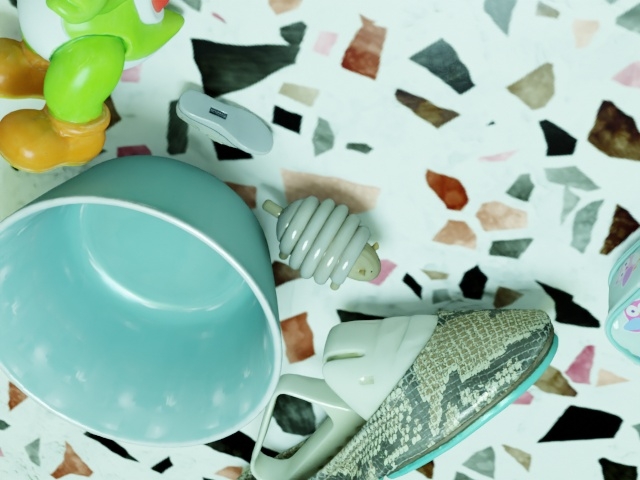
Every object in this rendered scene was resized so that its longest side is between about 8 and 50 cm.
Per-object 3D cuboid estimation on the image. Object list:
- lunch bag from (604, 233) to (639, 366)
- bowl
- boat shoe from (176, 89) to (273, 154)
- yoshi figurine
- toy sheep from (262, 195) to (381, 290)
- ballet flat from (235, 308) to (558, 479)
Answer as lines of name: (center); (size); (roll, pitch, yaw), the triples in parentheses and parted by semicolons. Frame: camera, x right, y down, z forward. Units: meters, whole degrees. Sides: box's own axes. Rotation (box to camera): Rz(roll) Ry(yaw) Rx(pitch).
lunch bag: (0.408, 0.067, 1.295); (0.279, 0.108, 0.224); (32, 131, -10)
bowl: (-0.171, 0.040, 1.390); (0.311, 0.163, 0.311); (7, 128, 9)
boat shoe: (-0.093, -0.108, 1.341); (0.100, 0.035, 0.035); (25, 157, -10)
yoshi figurine: (-0.216, -0.237, 1.171); (0.203, 0.203, 0.362); (30, 126, -1)
toy sheep: (0.000, 0.000, 1.367); (0.132, 0.091, 0.091); (27, 129, 0)
ballet flat: (0.038, 0.189, 1.466); (0.182, 0.164, 0.483); (38, 131, -4)
